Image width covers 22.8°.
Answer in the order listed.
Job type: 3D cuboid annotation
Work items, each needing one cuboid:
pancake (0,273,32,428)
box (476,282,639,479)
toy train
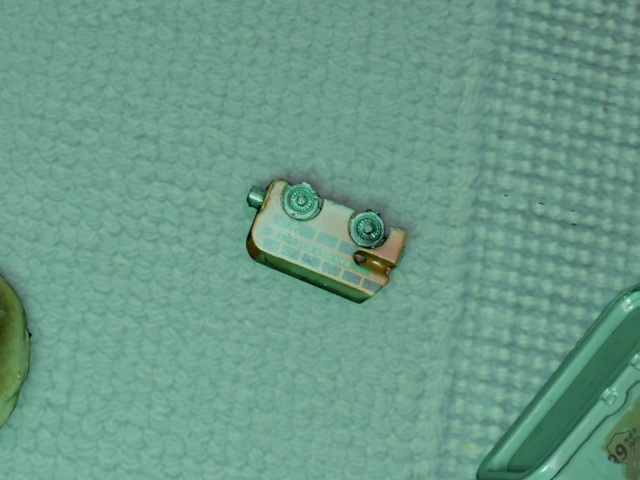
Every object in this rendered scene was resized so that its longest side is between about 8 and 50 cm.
[{"bbox_3d":[-0.473,0.136,1.614,0.356,0.065,0.356,-1,61,1],"label":"pancake"},{"bbox_3d":[0.347,0.208,1.744,0.182,0.175,0.312,45,73,-9],"label":"box"},{"bbox_3d":[0.000,0.000,1.766,0.188,0.072,0.099,21,80,-6],"label":"toy train"}]
